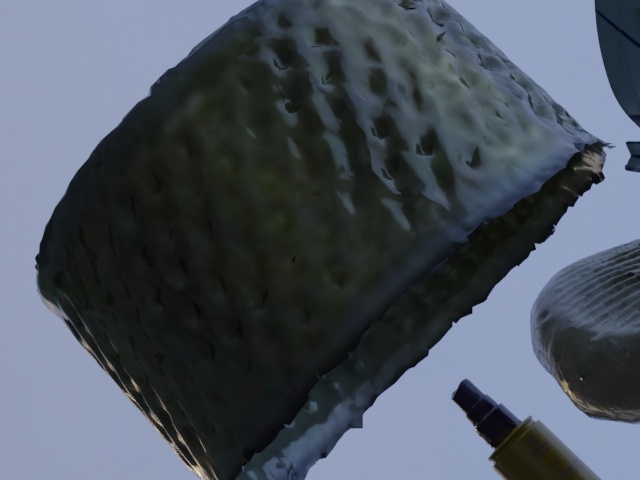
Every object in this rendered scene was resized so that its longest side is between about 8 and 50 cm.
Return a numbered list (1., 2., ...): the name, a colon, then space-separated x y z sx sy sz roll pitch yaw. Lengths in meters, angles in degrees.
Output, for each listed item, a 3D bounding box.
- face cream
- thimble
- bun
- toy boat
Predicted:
1. face cream: 0.252 0.260 1.416 0.273 0.078 0.078 44 -39 13
2. thimble: 0.000 0.000 0.640 0.150 0.271 0.271 46 -38 13
3. bun: 0.352 0.098 1.297 0.273 0.273 0.168 4 -65 47
4. toy boat: 0.326 -0.210 1.277 0.067 0.221 0.291 16 -69 51
